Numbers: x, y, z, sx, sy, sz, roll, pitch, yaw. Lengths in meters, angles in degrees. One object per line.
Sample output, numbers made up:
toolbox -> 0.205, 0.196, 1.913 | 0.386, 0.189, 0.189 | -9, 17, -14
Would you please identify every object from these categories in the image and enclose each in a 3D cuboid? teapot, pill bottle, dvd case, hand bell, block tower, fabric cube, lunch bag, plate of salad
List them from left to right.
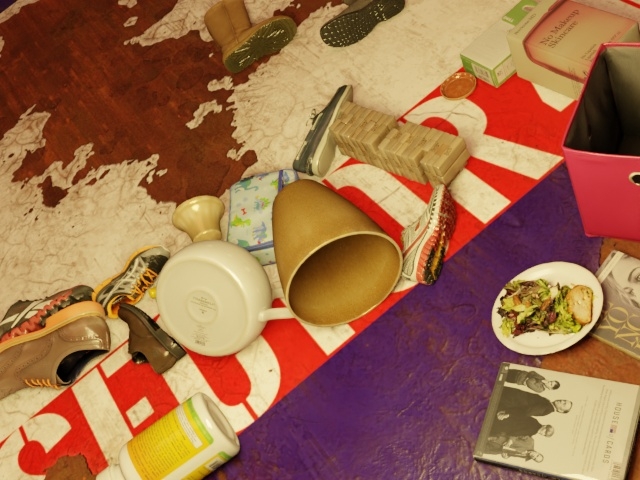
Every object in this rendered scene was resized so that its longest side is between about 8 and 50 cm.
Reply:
pill bottle -> -0.285, 0.404, 1.581 | 0.246, 0.136, 0.136 | -35, 46, -1
hand bell -> -0.240, 0.031, 1.897 | 0.126, 0.126, 0.242 | -28, 58, 6
teapot -> -0.192, 0.103, 1.742 | 0.253, 0.256, 0.187 | -34, 1, 29
lunch bag -> -0.115, -0.053, 1.891 | 0.176, 0.090, 0.218 | -10, 51, 16
block tower -> 0.164, -0.206, 1.860 | 0.335, 0.091, 0.097 | 27, 70, 41
plate of salad -> 0.391, 0.111, 1.497 | 0.200, 0.048, 0.199 | -22, 41, 21
dvd case -> 0.385, 0.297, 1.379 | 0.239, 0.029, 0.179 | 7, 58, 32
dvd case -> 0.547, 0.119, 1.441 | 0.221, 0.018, 0.164 | 29, 72, 41
fabric cube -> 0.592, -0.160, 1.476 | 0.254, 0.258, 0.259 | 10, 60, 33

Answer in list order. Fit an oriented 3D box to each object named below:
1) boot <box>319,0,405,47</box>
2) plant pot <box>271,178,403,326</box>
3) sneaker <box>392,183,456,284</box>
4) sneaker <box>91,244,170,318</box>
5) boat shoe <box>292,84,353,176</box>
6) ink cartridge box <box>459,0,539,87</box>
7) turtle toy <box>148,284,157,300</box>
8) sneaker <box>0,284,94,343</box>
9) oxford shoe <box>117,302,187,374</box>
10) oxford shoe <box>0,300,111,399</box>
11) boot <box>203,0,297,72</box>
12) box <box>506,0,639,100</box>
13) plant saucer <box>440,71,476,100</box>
boot -> 0.092, -0.601, 2.237 | 0.247, 0.083, 0.161 | -29, 39, -3
plant pot -> 0.000, 0.000, 1.681 | 0.237, 0.237, 0.254 | -33, 46, 1
sneaker -> 0.204, -0.021, 1.692 | 0.093, 0.088, 0.225 | 5, 57, 33
sneaker -> -0.420, 0.096, 1.946 | 0.215, 0.084, 0.083 | -42, 48, 5
boat shoe -> 0.009, -0.260, 1.990 | 0.079, 0.095, 0.254 | 13, 70, 22
ink cartridge box -> 0.430, -0.447, 1.928 | 0.209, 0.062, 0.109 | -42, 46, -8
turtle toy -> -0.326, 0.122, 1.878 | 0.095, 0.066, 0.130 | -24, 39, -23
sneaker -> -0.651, 0.174, 1.990 | 0.276, 0.097, 0.135 | -35, 48, 1
oxford shoe -> -0.387, 0.208, 1.833 | 0.096, 0.083, 0.227 | -48, 46, -7
oxford shoe -> -0.621, 0.277, 1.878 | 0.364, 0.130, 0.132 | -33, 61, 11
boot -> -0.204, -0.609, 2.385 | 0.236, 0.089, 0.269 | -28, 45, 6
box -> 0.533, -0.399, 1.789 | 0.148, 0.127, 0.232 | -45, 47, -10
plant saucer -> 0.315, -0.349, 1.946 | 0.084, 0.013, 0.083 | -14, 50, 18
